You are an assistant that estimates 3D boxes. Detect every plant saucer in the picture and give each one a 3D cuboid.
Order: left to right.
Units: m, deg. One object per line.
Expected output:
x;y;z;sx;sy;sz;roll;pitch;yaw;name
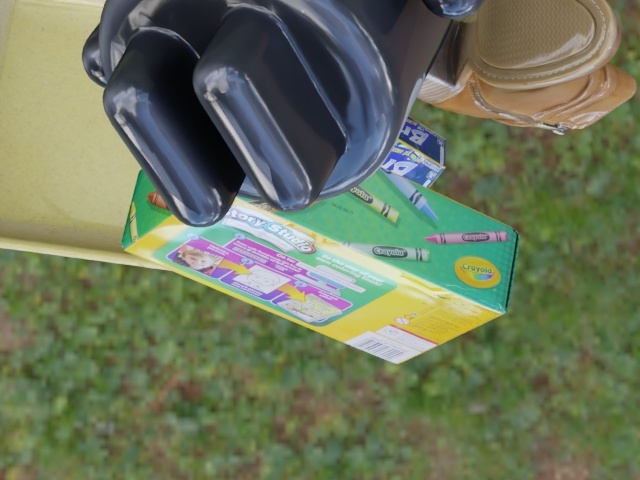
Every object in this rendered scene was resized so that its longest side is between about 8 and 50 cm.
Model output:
-0.218;-0.131;1.808;0.333;0.332;0.081;8;164;2;plant saucer

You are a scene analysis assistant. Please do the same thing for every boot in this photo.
0.205;-0.148;1.560;0.220;0.109;0.283;16;164;-37;boot

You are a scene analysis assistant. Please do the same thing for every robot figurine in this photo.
-0.016;-0.136;0.970;0.209;0.278;0.173;21;139;5;robot figurine

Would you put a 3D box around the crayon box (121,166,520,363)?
0.000;0.000;1.447;0.278;0.081;0.165;24;151;-22;crayon box

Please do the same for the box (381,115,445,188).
0.039;-0.108;1.728;0.169;0.059;0.054;30;122;-15;box
